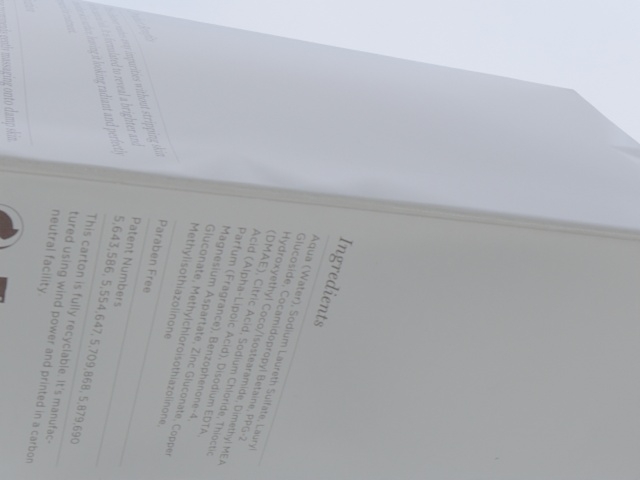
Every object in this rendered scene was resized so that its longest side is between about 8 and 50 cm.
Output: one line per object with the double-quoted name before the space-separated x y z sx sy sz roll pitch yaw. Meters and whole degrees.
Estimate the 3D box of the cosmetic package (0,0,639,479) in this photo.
"cosmetic package" 0.000 0.000 0.514 0.385 0.217 0.156 8 -63 -21
